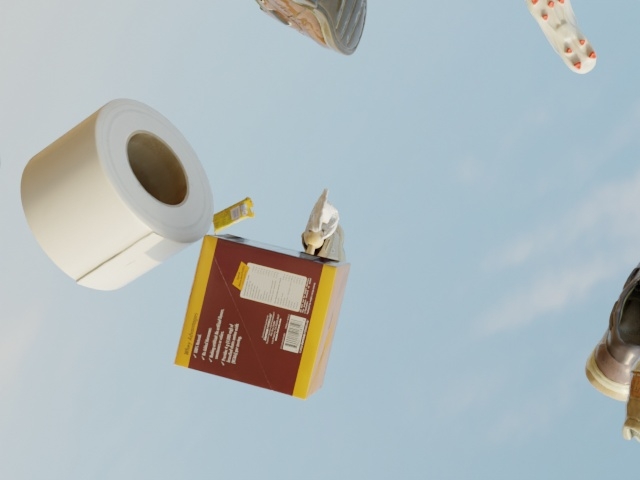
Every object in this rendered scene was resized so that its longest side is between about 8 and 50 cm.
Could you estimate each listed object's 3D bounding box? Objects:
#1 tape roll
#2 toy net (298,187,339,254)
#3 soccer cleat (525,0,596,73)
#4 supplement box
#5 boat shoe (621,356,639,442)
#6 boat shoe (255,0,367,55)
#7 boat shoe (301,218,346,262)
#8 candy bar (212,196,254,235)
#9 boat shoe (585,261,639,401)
[{"bbox_3d":[-0.302,-0.069,1.851,0.169,0.246,0.246,-30,-143,27],"label":"tape roll"},{"bbox_3d":[-0.015,0.026,1.925,0.122,0.045,0.232,-104,-147,-69],"label":"toy net"},{"bbox_3d":[0.358,-0.341,1.879,0.068,0.196,0.076,-29,-168,3],"label":"soccer cleat"},{"bbox_3d":[-0.080,0.104,1.747,0.129,0.194,0.191,-5,109,-80],"label":"supplement box"},{"bbox_3d":[0.346,0.195,1.114,0.113,0.302,0.103,17,-114,49],"label":"boat shoe"},{"bbox_3d":[-0.024,-0.331,1.609,0.104,0.307,0.111,14,-98,21],"label":"boat shoe"},{"bbox_3d":[0.000,0.000,1.960,0.063,0.059,0.170,-43,-153,14],"label":"boat shoe"},{"bbox_3d":[-0.158,-0.042,2.178,0.161,0.018,0.040,-22,-104,57],"label":"candy bar"},{"bbox_3d":[0.408,0.074,1.473,0.285,0.103,0.092,-44,160,-38],"label":"boat shoe"}]
